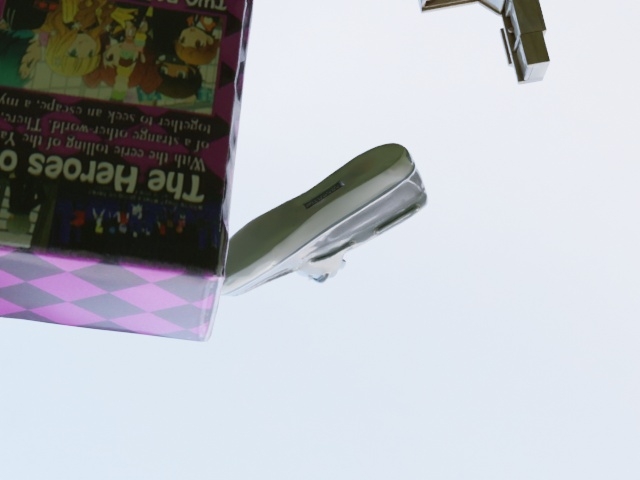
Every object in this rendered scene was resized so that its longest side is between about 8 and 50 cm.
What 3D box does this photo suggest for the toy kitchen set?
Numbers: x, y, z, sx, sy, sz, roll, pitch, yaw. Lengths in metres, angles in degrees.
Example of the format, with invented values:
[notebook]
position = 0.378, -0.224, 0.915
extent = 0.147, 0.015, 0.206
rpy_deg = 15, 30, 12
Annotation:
[toy kitchen set]
position = 0.111, -0.142, 1.005
extent = 0.075, 0.068, 0.083
rpy_deg = -11, -107, -4

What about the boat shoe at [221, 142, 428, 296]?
[boat shoe]
position = 0.000, -0.001, 1.350
extent = 0.227, 0.081, 0.079
rpy_deg = -32, -154, 3

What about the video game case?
[video game case]
position = -0.130, -0.087, 0.368
extent = 0.232, 0.042, 0.210
rpy_deg = 7, -121, -6
